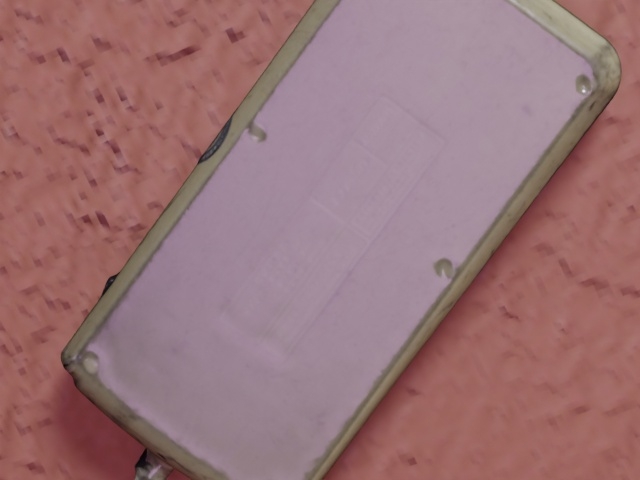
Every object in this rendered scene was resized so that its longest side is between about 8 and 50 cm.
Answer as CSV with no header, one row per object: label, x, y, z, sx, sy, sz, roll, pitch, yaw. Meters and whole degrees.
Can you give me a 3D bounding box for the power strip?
power strip,0.000,0.000,0.486,0.076,0.028,0.169,37,102,-3
